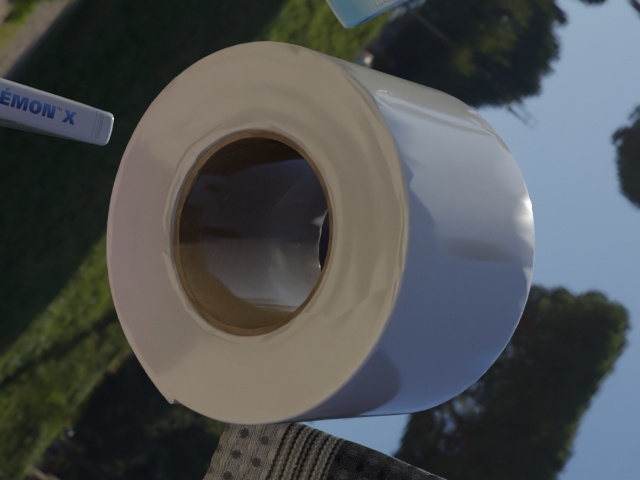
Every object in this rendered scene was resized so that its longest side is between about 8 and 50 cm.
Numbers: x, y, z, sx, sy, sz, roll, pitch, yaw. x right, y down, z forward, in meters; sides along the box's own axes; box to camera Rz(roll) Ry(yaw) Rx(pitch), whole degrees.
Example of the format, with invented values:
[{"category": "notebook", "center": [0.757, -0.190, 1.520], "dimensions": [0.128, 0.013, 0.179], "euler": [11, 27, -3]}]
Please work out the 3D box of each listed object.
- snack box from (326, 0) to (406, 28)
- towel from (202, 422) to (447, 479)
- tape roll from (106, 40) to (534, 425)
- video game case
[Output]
[{"category": "snack box", "center": [0.151, -0.186, 0.472], "dimensions": [0.322, 0.060, 0.187], "euler": [-25, -169, 21]}, {"category": "towel", "center": [0.011, 0.312, 0.933], "dimensions": [0.324, 0.312, 0.056], "euler": [-66, 159, -12]}, {"category": "tape roll", "center": [0.000, 0.000, 0.899], "dimensions": [0.246, 0.246, 0.169], "euler": [-47, 152, 24]}, {"category": "video game case", "center": [-0.410, -0.156, 1.247], "dimensions": [0.329, 0.300, 0.036], "euler": [14, -90, 40]}]
